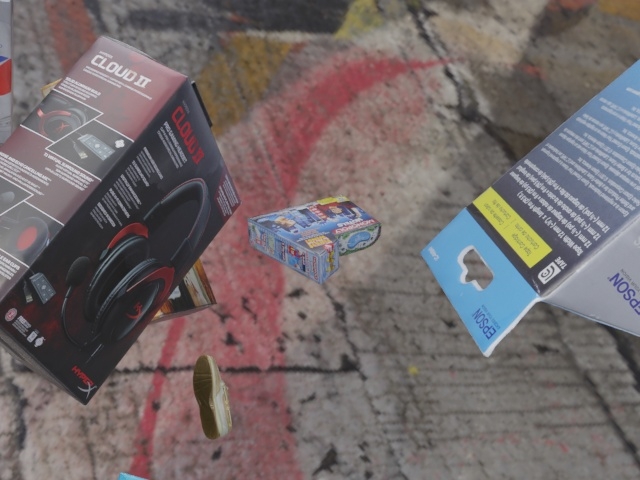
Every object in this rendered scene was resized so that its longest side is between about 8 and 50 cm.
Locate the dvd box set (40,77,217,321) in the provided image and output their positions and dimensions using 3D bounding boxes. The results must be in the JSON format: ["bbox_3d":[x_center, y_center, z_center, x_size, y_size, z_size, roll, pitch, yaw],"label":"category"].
[{"bbox_3d":[-0.320,-0.063,1.719,0.307,0.062,0.420,3,65,-79],"label":"dvd box set"}]

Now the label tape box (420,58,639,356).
[{"bbox_3d":[0.285,-0.026,0.975,0.115,0.348,0.249,44,9,-20],"label":"label tape box"}]

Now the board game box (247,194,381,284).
[{"bbox_3d":[0.000,0.000,1.726,0.194,0.060,0.194,-15,31,-23],"label":"board game box"}]

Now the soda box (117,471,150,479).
[{"bbox_3d":[-0.224,0.379,1.238,0.071,0.210,0.067,13,47,5],"label":"soda box"}]

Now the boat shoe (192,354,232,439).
[{"bbox_3d":[-0.172,0.252,1.603,0.045,0.050,0.135,0,81,-51],"label":"boat shoe"}]

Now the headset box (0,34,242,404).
[{"bbox_3d":[-0.201,-0.025,0.916,0.110,0.218,0.293,28,69,22],"label":"headset box"}]

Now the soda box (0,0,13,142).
[{"bbox_3d":[-0.516,-0.282,1.513,0.091,0.286,0.098,2,49,-16],"label":"soda box"}]
